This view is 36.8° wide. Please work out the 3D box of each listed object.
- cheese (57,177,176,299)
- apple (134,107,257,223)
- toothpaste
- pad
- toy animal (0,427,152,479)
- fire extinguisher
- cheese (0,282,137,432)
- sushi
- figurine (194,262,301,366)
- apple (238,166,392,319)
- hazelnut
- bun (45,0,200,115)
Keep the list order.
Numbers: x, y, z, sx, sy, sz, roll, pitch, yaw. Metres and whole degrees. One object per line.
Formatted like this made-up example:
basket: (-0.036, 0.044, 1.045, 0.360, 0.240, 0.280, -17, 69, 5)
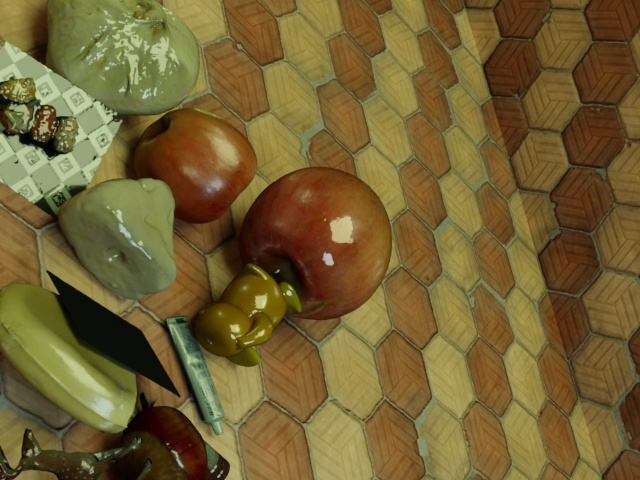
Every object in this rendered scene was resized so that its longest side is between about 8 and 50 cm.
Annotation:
cheese: (-0.406, -0.043, 1.936, 0.248, 0.174, 0.251, 42, 41, -41)
apple: (-0.279, -0.173, 2.122, 0.241, 0.242, 0.242, 39, 42, -20)
toothpaste: (-0.259, 0.283, 2.027, 0.069, 0.047, 0.268, -14, 77, -35)
pad: (-0.386, 0.180, 1.808, 0.202, 0.005, 0.300, 50, 3, 38)
toy animal: (-0.420, 0.407, 1.632, 0.087, 0.260, 0.243, -132, -158, -68)
fire extinguisher: (-0.281, 0.395, 1.921, 0.231, 0.071, 0.099, 48, 11, -19)
cheese: (-0.460, 0.193, 1.701, 0.316, 0.128, 0.259, 39, 0, -18)
sushi: (-0.545, -0.214, 1.891, 0.290, 0.050, 0.264, 36, 68, -32)
figurine: (-0.169, 0.162, 2.089, 0.215, 0.215, 0.228, 40, 62, -29)
apple: (0.000, 0.000, 2.246, 0.364, 0.364, 0.364, 29, 48, -38)
hazelnut: (-0.298, 0.419, 1.790, 0.170, 0.201, 0.160, 10, 30, -23)
bun: (-0.428, -0.430, 2.074, 0.361, 0.213, 0.361, 14, 58, -24)
